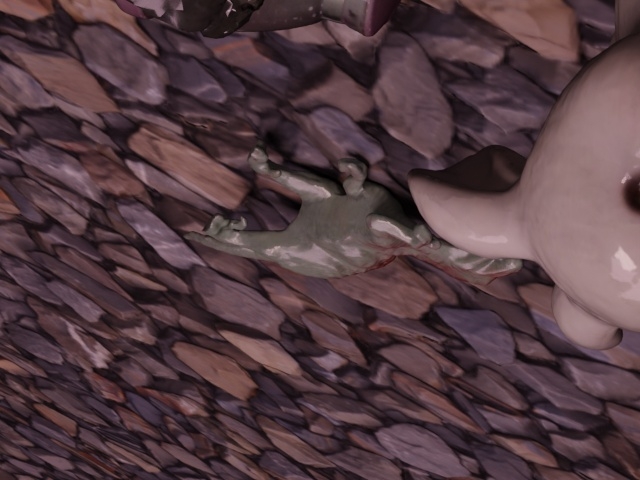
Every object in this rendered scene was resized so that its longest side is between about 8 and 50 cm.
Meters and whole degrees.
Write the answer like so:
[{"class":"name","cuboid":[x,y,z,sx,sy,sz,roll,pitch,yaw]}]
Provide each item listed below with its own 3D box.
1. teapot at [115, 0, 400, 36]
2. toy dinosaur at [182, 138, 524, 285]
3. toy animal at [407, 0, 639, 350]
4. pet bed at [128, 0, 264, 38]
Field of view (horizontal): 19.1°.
[{"class":"teapot","cuboid":[-0.019,-0.162,0.882,0.146,0.148,0.116,16,-166,5]},{"class":"toy dinosaur","cuboid":[0.000,0.000,1.257,0.167,0.053,0.242,31,152,-24]},{"class":"toy animal","cuboid":[0.147,-0.050,0.784,0.127,0.193,0.178,38,166,-19]},{"class":"pet bed","cuboid":[-0.066,-0.209,0.701,0.211,0.183,0.159,32,118,-13]}]
